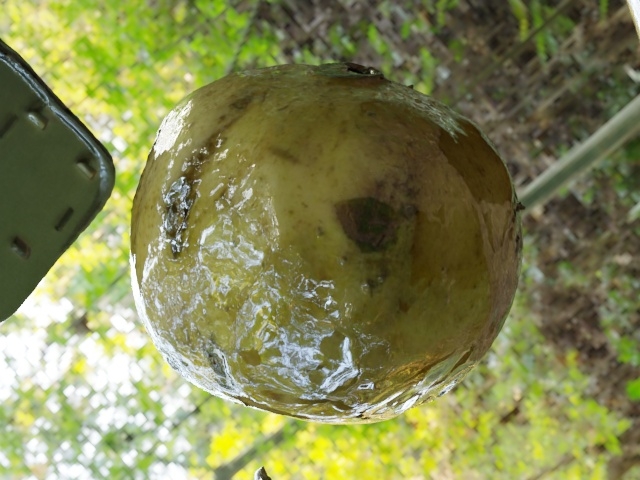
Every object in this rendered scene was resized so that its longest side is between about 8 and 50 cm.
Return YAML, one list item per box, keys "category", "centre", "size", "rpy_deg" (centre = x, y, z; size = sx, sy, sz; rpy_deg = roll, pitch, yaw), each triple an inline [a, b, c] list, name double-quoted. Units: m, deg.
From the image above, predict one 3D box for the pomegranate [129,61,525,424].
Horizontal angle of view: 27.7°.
- category: "pomegranate"
  centre: [0.000, 0.000, 0.926]
  size: [0.281, 0.281, 0.281]
  rpy_deg: [48, -175, -6]

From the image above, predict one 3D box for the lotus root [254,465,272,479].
- category: "lotus root"
  centre: [-0.105, 0.352, 1.281]
  size: [0.140, 0.257, 0.154]
  rpy_deg: [46, 156, 1]

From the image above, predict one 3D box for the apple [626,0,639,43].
- category: "apple"
  centre: [0.409, -0.223, 1.097]
  size: [0.317, 0.288, 0.288]
  rpy_deg: [-3, 146, 38]

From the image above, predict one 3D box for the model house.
- category: "model house"
  centre: [-0.366, -0.084, 1.164]
  size: [0.279, 0.205, 0.218]
  rpy_deg: [25, 161, 40]
